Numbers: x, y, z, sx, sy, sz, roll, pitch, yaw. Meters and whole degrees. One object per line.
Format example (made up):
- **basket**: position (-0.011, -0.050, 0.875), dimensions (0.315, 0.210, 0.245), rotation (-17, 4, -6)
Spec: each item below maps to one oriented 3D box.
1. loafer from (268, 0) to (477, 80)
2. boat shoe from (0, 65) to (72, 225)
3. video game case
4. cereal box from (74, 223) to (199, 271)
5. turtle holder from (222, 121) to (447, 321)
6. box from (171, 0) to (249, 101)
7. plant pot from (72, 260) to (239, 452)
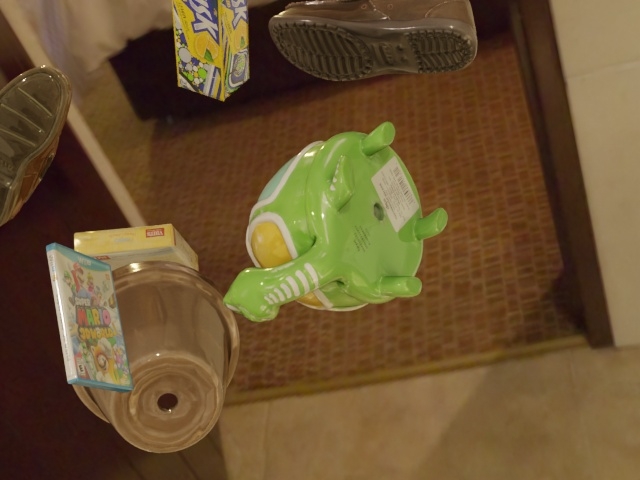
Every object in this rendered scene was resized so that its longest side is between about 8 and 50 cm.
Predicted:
- **loafer**: position (0.092, -0.354, 1.487), dimensions (0.365, 0.134, 0.130), rotation (8, 56, 20)
- **boat shoe**: position (-0.486, -0.161, 1.441), dimensions (0.307, 0.110, 0.104), rotation (-52, 4, 23)
- **video game case**: position (-0.271, 0.093, 1.045), dimensions (0.015, 0.119, 0.166), rotation (-21, 70, 14)
- **cereal box**: position (-0.328, 0.028, 1.610), dimensions (0.173, 0.240, 0.047), rotation (-6, 75, 1)
- **turtle holder**: position (0.013, 0.005, 1.233), dimensions (0.227, 0.243, 0.320), rotation (-16, 48, 37)
- **box**: position (-0.109, -0.227, 0.874), dimensions (0.059, 0.169, 0.054), rotation (20, 46, 18)
- **plant pot**: position (-0.232, 0.184, 1.258), dimensions (0.263, 0.263, 0.229), rotation (-28, 21, -5)
